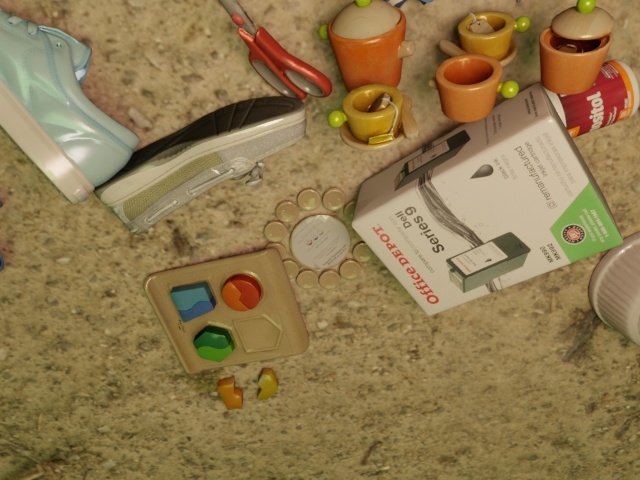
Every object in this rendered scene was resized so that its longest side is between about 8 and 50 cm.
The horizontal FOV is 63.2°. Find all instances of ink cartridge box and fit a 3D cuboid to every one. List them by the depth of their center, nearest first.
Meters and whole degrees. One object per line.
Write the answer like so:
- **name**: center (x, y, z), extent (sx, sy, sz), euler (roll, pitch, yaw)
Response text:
- **ink cartridge box**: center (0.220, -0.041, 0.726), extent (0.289, 0.122, 0.211), euler (-28, 115, 31)

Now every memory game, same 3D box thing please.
- **memory game**: center (0.000, 0.000, 0.837), extent (0.186, 0.012, 0.186), euler (-2, 116, -4)

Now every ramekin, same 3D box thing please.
- **ramekin**: center (0.579, 0.091, 0.873), extent (0.207, 0.109, 0.207), euler (-2, 117, -4)

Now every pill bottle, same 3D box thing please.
- **pill bottle**: center (0.350, -0.187, 0.729), extent (0.151, 0.086, 0.086), euler (-20, 116, 6)

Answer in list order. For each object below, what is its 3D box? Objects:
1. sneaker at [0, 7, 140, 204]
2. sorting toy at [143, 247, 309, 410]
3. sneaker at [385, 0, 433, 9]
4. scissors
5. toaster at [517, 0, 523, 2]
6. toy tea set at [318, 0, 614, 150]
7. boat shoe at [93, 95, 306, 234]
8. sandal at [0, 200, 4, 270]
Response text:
- **sneaker**: center (-0.377, -0.228, 0.653), extent (0.150, 0.135, 0.366), euler (-42, 109, -20)
- **sorting toy**: center (-0.140, 0.169, 0.888), extent (0.228, 0.041, 0.308), euler (-14, 117, 7)
- **sneaker**: center (0.144, -0.337, 0.659), extent (0.144, 0.053, 0.059), euler (-17, 117, 13)
- **scissors**: center (-0.092, -0.245, 0.601), extent (0.297, 0.109, 0.021), euler (31, 83, -49)
- **toaster**: center (0.280, -0.392, 0.588), extent (0.129, 0.146, 0.227), euler (10, 115, -8)
- **toy tea set**: center (0.157, -0.232, 0.605), extent (0.335, 0.200, 0.124), euler (-14, 137, 1)
- **boat shoe**: center (-0.157, -0.103, 0.722), extent (0.320, 0.118, 0.103), euler (-22, 122, 11)
- **sandal**: center (-0.536, 0.038, 0.758), extent (0.138, 0.126, 0.318), euler (5, 117, -11)
